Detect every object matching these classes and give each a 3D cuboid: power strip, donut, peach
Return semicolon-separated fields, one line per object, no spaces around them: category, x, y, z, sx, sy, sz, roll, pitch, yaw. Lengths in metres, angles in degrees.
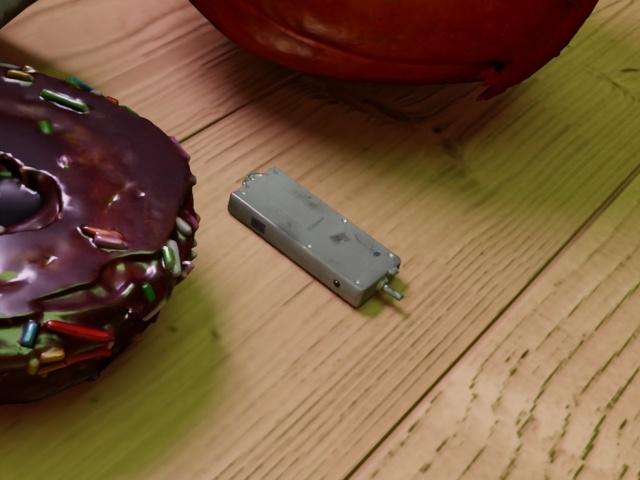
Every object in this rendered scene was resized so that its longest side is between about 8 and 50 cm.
power strip;0.000;0.000;0.674;0.136;0.019;0.051;36;44;18
donut;-0.185;-0.003;0.562;0.235;0.089;0.235;10;43;-9
peach;0.055;-0.266;0.743;0.370;0.370;0.370;10;44;-10

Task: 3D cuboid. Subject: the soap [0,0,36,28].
soap;-0.339;-0.335;0.558;0.350;0.435;0.213;11;35;20
